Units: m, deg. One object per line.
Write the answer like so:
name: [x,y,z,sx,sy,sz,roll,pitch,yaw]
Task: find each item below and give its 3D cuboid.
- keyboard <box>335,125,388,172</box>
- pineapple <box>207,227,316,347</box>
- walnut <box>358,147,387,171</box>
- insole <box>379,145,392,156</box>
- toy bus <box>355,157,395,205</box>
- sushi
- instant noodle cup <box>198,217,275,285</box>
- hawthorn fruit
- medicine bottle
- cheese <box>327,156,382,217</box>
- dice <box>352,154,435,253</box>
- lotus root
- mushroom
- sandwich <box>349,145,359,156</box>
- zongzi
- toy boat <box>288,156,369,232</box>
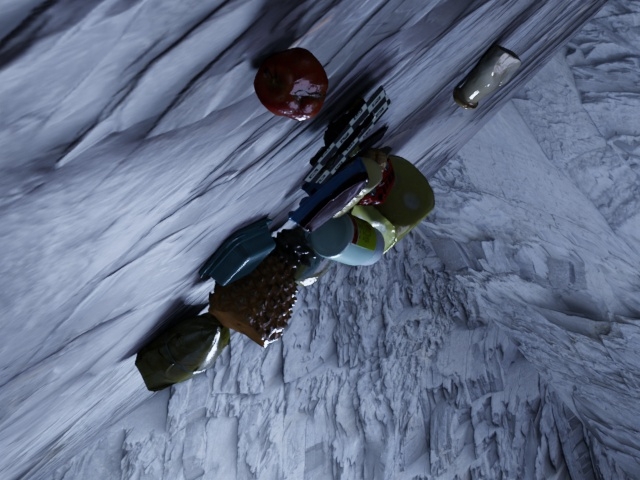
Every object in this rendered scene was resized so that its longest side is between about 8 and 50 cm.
keyboard: [0.091,-0.220,1.530,0.196,0.015,0.074,-38,177,-17]
pineapple: [-0.129,0.087,1.627,0.357,0.223,0.223,-57,-179,-24]
walnut: [0.134,-0.203,1.623,0.079,0.082,0.096,-7,162,-20]
insole: [0.124,-0.203,1.695,0.192,0.010,0.063,-37,-144,-12]
toy bus: [0.144,-0.150,1.708,0.081,0.089,0.195,-6,-145,32]
sushi: [0.037,-0.205,1.151,0.215,0.050,0.192,-49,172,10]
instant noodle cup: [-0.187,0.036,1.445,0.179,0.070,0.157,-43,171,36]
hawthorn fruit: [-0.036,-0.185,0.733,0.093,0.093,0.093,-40,174,-5]
medicine bottle: [0.081,-0.003,1.744,0.139,0.139,0.225,-42,151,18]
cheese: [0.070,-0.132,1.567,0.167,0.094,0.123,-36,173,41]
dice: [0.200,-0.110,1.926,0.227,0.233,0.238,-37,174,-31]
lotus root: [0.000,0.000,1.902,0.322,0.158,0.140,-51,173,14]
mushroom: [0.470,-0.462,1.715,0.108,0.096,0.247,-65,-170,-27]
sandwich: [0.052,-0.209,1.270,0.031,0.083,0.044,-35,130,-2]
zongzi: [-0.318,0.265,1.766,0.360,0.160,0.323,-37,180,33]
toy boat: [0.016,-0.116,1.451,0.223,0.097,0.100,-40,159,9]
